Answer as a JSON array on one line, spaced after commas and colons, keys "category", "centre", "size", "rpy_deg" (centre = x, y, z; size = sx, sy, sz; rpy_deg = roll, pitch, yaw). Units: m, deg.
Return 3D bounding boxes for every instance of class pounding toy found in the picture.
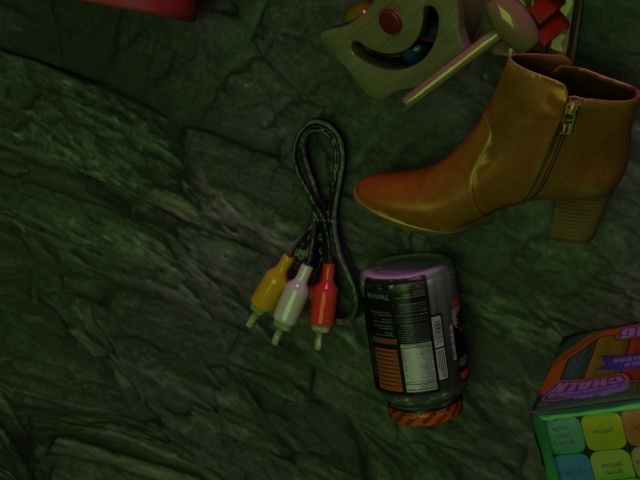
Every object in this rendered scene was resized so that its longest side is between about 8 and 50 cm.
[{"category": "pounding toy", "centre": [0.091, -0.234, 1.122], "size": [0.269, 0.155, 0.154], "rpy_deg": [-11, 113, 52]}]

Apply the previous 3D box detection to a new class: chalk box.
[{"category": "chalk box", "centre": [0.338, 0.216, 1.135], "size": [0.180, 0.289, 0.179], "rpy_deg": [-12, 101, 24]}]

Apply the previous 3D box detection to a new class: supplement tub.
[{"category": "supplement tub", "centre": [0.115, 0.118, 1.289], "size": [0.117, 0.117, 0.190], "rpy_deg": [-3, 105, 22]}]

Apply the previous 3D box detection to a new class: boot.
[{"category": "boot", "centre": [0.185, -0.109, 1.175], "size": [0.295, 0.104, 0.211], "rpy_deg": [7, 129, 7]}]

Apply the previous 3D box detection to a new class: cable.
[{"category": "cable", "centre": [0.000, 0.000, 1.324], "size": [0.140, 0.072, 0.287], "rpy_deg": [16, 110, 10]}]

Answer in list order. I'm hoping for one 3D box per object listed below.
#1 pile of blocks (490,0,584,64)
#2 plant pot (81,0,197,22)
[{"category": "pile of blocks", "centre": [0.272, -0.334, 1.098], "size": [0.149, 0.112, 0.362], "rpy_deg": [35, 114, 8]}, {"category": "plant pot", "centre": [-0.256, -0.392, 1.221], "size": [0.275, 0.275, 0.243], "rpy_deg": [15, 100, 17]}]
